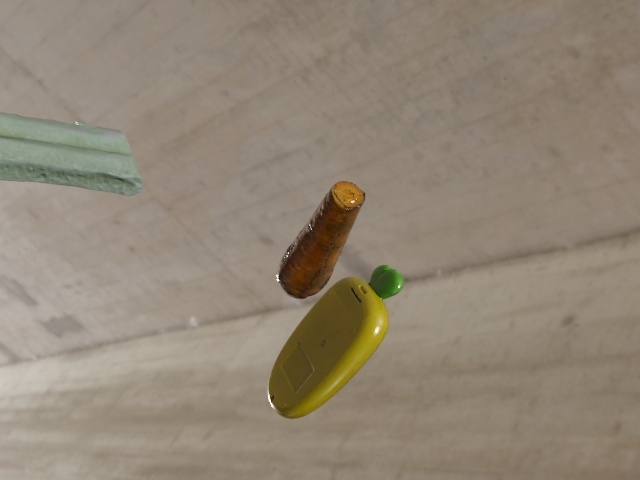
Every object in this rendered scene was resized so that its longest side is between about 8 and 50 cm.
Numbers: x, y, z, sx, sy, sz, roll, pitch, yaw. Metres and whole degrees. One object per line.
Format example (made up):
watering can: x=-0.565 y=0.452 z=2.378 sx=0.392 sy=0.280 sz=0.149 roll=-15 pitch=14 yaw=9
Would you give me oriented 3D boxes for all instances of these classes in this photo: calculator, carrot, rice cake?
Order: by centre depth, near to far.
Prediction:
carrot: x=0.000 y=0.000 z=0.965 sx=0.055 sy=0.055 sz=0.161 roll=33 pitch=-44 yaw=4
rice cake: x=-0.293 y=-0.095 z=1.002 sx=0.040 sy=0.226 sz=0.085 roll=-52 pitch=-130 yaw=33
calculator: x=0.016 y=0.122 z=1.190 sx=0.032 sy=0.235 sz=0.146 roll=34 pitch=9 yaw=-29
